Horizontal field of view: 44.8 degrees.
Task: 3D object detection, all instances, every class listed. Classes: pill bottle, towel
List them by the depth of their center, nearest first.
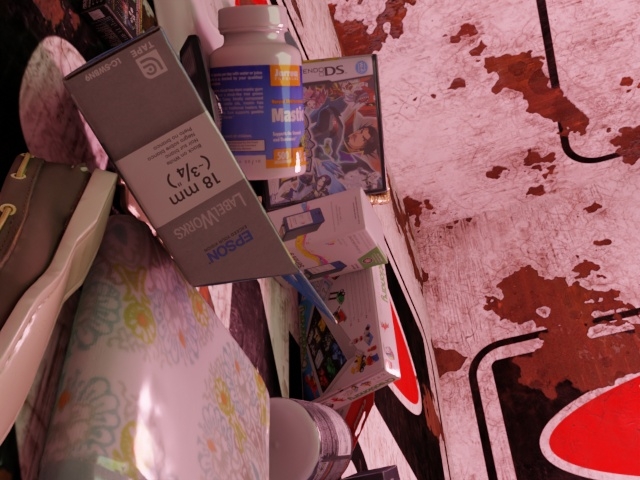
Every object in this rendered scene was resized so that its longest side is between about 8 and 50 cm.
[{"bbox_3d":[-0.153,0.204,0.830,0.320,0.090,0.374,-97,165,-45],"label":"towel"},{"bbox_3d":[-0.028,0.301,1.139,0.246,0.131,0.130,42,35,-68],"label":"pill bottle"},{"bbox_3d":[-0.103,-0.240,1.274,0.152,0.152,0.271,-47,136,-75],"label":"pill bottle"}]

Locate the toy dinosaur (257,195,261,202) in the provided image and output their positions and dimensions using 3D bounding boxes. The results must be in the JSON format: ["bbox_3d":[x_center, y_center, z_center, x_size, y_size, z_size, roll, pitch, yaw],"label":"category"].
[{"bbox_3d":[-0.137,-0.058,1.132,0.053,0.093,0.183,63,36,-24],"label":"toy dinosaur"}]

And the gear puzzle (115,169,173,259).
[{"bbox_3d":[-0.203,-0.067,1.013,0.175,0.044,0.338,57,22,-54],"label":"gear puzzle"}]

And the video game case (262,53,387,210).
[{"bbox_3d":[0.001,-0.211,1.507,0.035,0.248,0.274,-144,-134,-69],"label":"video game case"}]

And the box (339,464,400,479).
[{"bbox_3d":[0.114,0.539,1.546,0.156,0.093,0.158,35,43,-70],"label":"box"}]

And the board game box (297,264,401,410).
[{"bbox_3d":[0.044,0.158,1.470,0.053,0.193,0.305,34,37,-36],"label":"board game box"}]

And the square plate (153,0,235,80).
[{"bbox_3d":[-0.208,-0.403,1.385,0.344,0.049,0.347,35,41,-71],"label":"square plate"}]

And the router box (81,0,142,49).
[{"bbox_3d":[-0.273,-0.316,1.024,0.092,0.038,0.122,54,25,-56],"label":"router box"}]

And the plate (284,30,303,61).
[{"bbox_3d":[-0.110,-0.359,1.537,0.024,0.188,0.188,-41,121,-35],"label":"plate"}]

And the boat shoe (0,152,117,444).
[{"bbox_3d":[-0.246,0.037,0.596,0.324,0.097,0.116,-83,-165,-52],"label":"boat shoe"}]

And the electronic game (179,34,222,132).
[{"bbox_3d":[-0.170,-0.188,1.152,0.229,0.048,0.229,169,-90,-82],"label":"electronic game"}]

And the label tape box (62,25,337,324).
[{"bbox_3d":[-0.136,-0.046,0.830,0.333,0.106,0.240,60,-9,-16],"label":"label tape box"}]

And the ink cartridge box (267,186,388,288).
[{"bbox_3d":[0.000,0.000,1.428,0.154,0.213,0.093,54,26,-57],"label":"ink cartridge box"}]

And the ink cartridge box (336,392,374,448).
[{"bbox_3d":[0.056,0.288,1.500,0.224,0.056,0.181,-80,-174,-56],"label":"ink cartridge box"}]

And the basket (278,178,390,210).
[{"bbox_3d":[0.000,-0.208,1.653,0.213,0.223,0.299,39,38,-69],"label":"basket"}]
